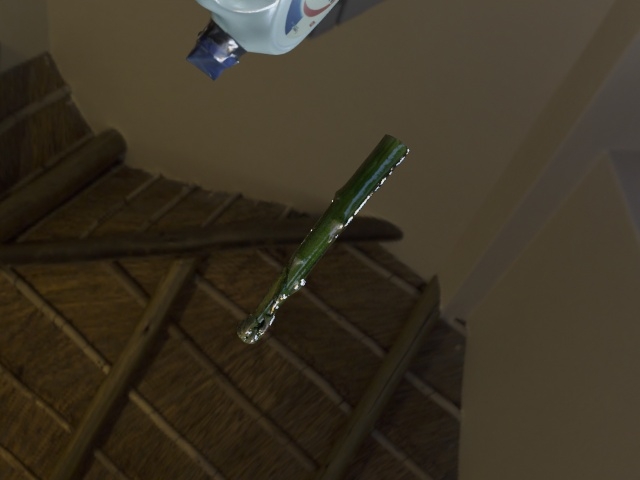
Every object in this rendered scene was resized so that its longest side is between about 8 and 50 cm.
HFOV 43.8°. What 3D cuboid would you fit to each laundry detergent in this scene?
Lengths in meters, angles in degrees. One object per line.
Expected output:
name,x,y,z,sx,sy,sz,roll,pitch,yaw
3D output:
laundry detergent,-0.049,-0.293,0.842,0.280,0.215,0.105,-45,-106,8

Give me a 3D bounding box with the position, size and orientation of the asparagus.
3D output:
asparagus,0.000,0.000,0.395,0.015,0.018,0.127,37,-93,36
